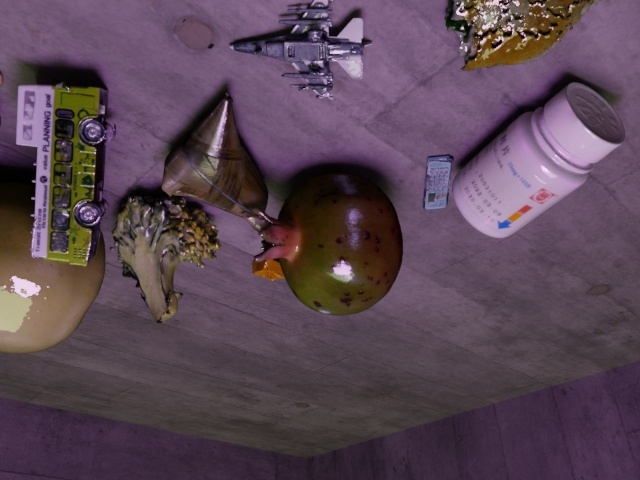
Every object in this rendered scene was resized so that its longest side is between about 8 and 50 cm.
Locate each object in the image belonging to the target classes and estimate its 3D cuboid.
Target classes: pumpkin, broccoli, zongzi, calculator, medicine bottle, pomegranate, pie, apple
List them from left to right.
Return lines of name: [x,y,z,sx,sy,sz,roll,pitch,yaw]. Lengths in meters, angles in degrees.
apple: [-0.617,0.043,1.147,0.356,0.358,0.357,-1,146,-1]
broccoli: [-0.319,0.027,1.253,0.242,0.273,0.180,-27,172,35]
zongzi: [-0.154,-0.153,1.090,0.220,0.112,0.242,23,131,-35]
pumpkin: [-0.126,0.068,1.461,0.074,0.054,0.083,26,159,-29]
pomegranate: [0.004,0.019,1.155,0.323,0.291,0.291,-19,152,-23]
calculator: [0.252,-0.121,1.230,0.057,0.018,0.172,-3,147,4]
pie: [0.259,-0.391,0.778,0.296,0.078,0.371,-25,138,29]
medicine bottle: [0.396,-0.142,1.066,0.170,0.170,0.293,16,144,-24]

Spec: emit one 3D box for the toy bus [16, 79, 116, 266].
toy bus: [-0.434,-0.115,0.976,0.139,0.302,0.113,5,-170,-12]

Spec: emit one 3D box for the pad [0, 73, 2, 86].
pad: [-0.721,-0.282,0.952,0.284,0.018,0.286,-28,140,33]

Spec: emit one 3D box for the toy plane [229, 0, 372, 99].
toy plane: [-0.031,-0.299,0.898,0.233,0.082,0.160,-2,120,-1]
